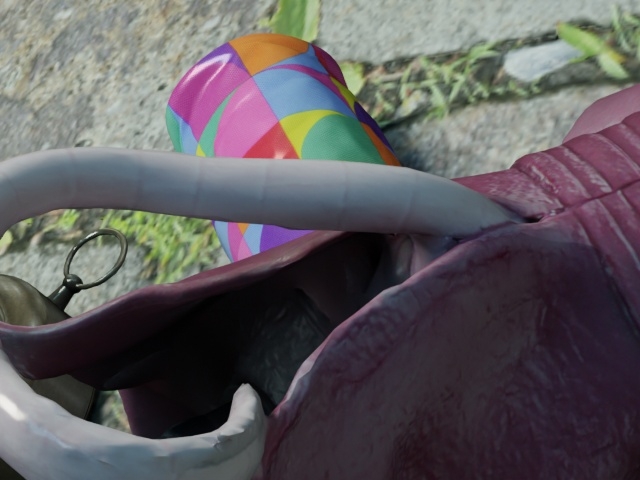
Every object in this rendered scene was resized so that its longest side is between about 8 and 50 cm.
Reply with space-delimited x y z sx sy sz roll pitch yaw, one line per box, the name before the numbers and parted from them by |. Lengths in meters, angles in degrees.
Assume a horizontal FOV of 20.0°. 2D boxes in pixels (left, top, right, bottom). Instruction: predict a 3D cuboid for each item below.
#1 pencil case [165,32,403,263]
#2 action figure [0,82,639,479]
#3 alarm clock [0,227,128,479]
pencil case | 0.000 0.000 0.825 0.104 0.104 0.236 -37 40 10
action figure | 0.083 0.005 0.544 0.370 0.275 0.248 -25 45 -8
alarm clock | -0.170 0.065 0.943 0.192 0.064 0.129 -48 40 -8
